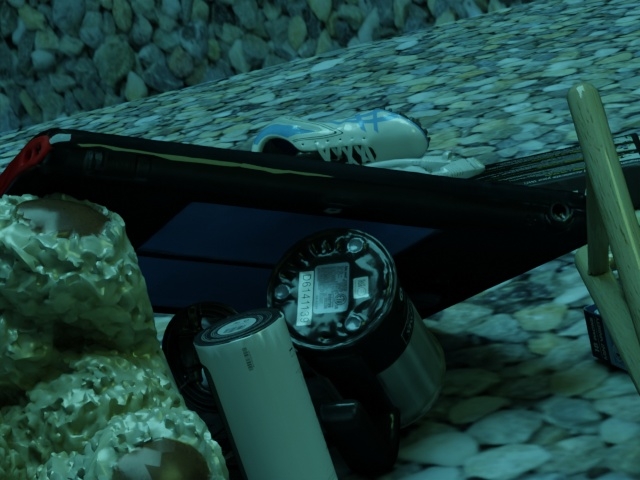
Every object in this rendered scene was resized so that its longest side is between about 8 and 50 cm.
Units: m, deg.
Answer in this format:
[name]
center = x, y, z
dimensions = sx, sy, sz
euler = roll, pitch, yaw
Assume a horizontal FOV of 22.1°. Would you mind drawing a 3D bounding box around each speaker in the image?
[speaker]
center = -0.027, 0.112, 0.957
dimensions = 0.055, 0.136, 0.055
euler = -17, 13, 4

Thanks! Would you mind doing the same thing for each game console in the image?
[game console]
center = -0.050, 0.004, 1.152
dimensions = 0.386, 0.060, 0.342
euler = 6, -11, -22

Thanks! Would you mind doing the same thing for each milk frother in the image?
[milk frother]
center = -0.009, 0.073, 1.049
dimensions = 0.143, 0.135, 0.129
euler = 10, 65, 24

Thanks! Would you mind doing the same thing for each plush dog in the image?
[plush dog]
center = -0.184, 0.134, 0.938
dimensions = 0.225, 0.211, 0.262
euler = -19, 57, -12

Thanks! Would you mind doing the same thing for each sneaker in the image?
[sneaker]
center = 0.023, -0.108, 1.980
dimensions = 0.237, 0.085, 0.086
euler = -1, 44, 32

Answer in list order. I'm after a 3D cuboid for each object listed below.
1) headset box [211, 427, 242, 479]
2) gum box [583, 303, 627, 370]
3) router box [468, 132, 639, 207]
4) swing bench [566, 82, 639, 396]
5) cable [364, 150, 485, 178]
[headset box]
center = -0.044, 0.142, 1.073
dimensions = 0.062, 0.032, 0.083
euler = -5, 15, 30
[gum box]
center = 0.287, 0.055, 1.082
dimensions = 0.157, 0.041, 0.184
euler = -18, 13, -16
[router box]
center = 0.228, -0.053, 1.584
dimensions = 0.178, 0.046, 0.133
euler = -12, 14, 9
[swing bench]
center = 0.289, 0.023, 0.896
dimensions = 0.253, 0.165, 0.255
euler = -12, 46, 1
[cable]
center = 0.000, 0.000, 1.505
dimensions = 0.257, 0.089, 0.257
euler = -3, 18, 42
